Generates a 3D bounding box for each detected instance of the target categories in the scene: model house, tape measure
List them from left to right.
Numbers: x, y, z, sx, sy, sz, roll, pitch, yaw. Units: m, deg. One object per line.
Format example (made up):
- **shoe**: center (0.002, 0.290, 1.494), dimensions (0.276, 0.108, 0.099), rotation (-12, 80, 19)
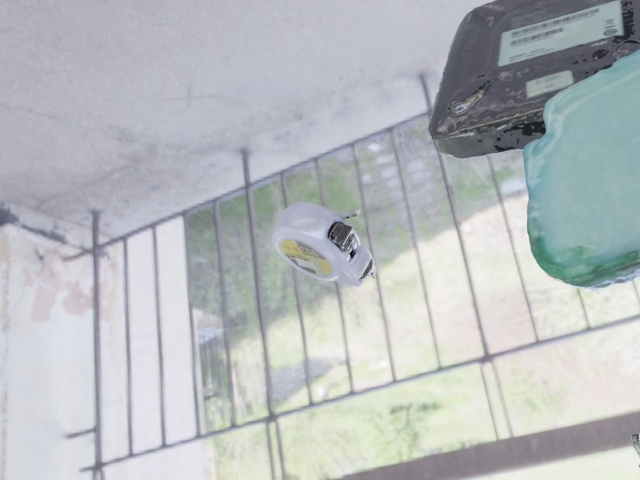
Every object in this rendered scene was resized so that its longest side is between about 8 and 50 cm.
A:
- **tape measure**: center (0.001, -0.002, 1.552), dimensions (0.196, 0.105, 0.178), rotation (16, 150, 31)
- **model house**: center (0.381, -0.046, 0.759), dimensions (0.249, 0.230, 0.280), rotation (28, 140, -36)

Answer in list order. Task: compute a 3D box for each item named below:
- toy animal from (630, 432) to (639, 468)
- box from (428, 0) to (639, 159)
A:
- **toy animal**: center (0.613, 0.381, 1.244), dimensions (0.217, 0.176, 0.073), rotation (-1, 158, -4)
- **box**: center (0.339, -0.254, 1.081), dimensions (0.359, 0.350, 0.091), rotation (-10, 128, 27)
